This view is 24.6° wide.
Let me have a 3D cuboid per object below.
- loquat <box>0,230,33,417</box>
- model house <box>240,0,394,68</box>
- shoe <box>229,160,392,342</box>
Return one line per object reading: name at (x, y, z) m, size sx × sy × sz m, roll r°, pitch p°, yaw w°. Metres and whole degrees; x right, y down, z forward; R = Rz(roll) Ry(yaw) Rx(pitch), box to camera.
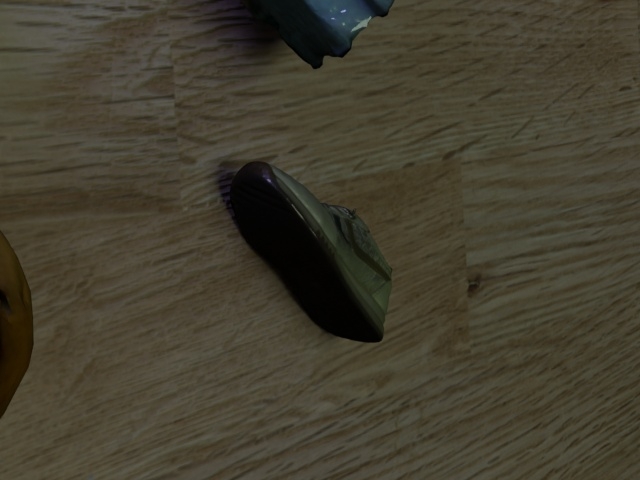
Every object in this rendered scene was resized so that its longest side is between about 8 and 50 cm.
loquat at (-0.317, 0.059, 1.026) m, size 0.235 × 0.235 × 0.235 m, roll -5°, pitch 96°, yaw -52°
model house at (-0.015, -0.387, 1.426) m, size 0.295 × 0.252 × 0.329 m, roll -47°, pitch 106°, yaw -11°
shoe at (0.000, 0.000, 1.534) m, size 0.275 × 0.103 × 0.098 m, roll 55°, pitch 50°, yaw -45°
